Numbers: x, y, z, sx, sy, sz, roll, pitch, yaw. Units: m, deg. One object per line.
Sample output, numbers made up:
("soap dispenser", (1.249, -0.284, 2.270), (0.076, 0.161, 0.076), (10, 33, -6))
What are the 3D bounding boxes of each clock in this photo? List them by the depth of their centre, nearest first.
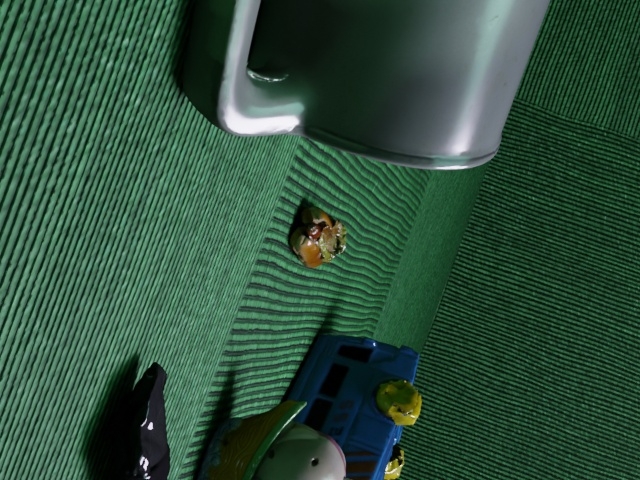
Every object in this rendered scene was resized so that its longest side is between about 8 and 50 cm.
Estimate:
("clock", (-0.050, 0.258, 1.275), (0.103, 0.144, 0.231), (-46, 153, -69))

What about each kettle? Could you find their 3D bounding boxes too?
("kettle", (0.064, -0.218, 0.851), (0.265, 0.205, 0.318), (-56, 165, -62))

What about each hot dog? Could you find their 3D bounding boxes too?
("hot dog", (0.000, 0.000, 1.333), (0.133, 0.041, 0.056), (64, 47, -75))

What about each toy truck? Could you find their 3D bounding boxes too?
("toy truck", (0.007, 0.281, 1.556), (0.161, 0.162, 0.385), (98, 14, -46))

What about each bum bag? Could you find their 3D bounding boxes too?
("bum bag", (-0.138, 0.180, 0.968), (0.087, 0.049, 0.197), (-94, -170, -47))
